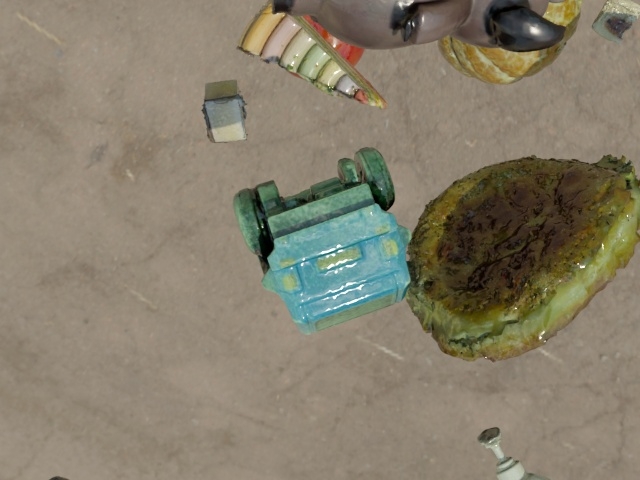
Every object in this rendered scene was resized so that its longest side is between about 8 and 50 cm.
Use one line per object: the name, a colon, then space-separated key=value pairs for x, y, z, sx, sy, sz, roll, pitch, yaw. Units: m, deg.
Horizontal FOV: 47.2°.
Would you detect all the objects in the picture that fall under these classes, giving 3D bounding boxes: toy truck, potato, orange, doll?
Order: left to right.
potato: x=-0.179 y=-0.245 z=1.388 sx=0.086 sy=0.061 sz=0.122 roll=-8 pitch=146 yaw=-3
toy truck: x=0.000 y=0.000 z=0.774 sx=0.155 sy=0.279 sz=0.156 roll=-19 pitch=93 yaw=-4
doll: x=0.087 y=-0.225 z=0.615 sx=0.257 sy=0.182 sz=0.117 roll=-1 pitch=139 yaw=-2
orange: x=0.376 y=-0.487 z=1.509 sx=0.249 sy=0.329 sz=0.329 roll=16 pitch=136 yaw=-35

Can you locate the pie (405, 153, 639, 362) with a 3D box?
pie: x=0.258 y=0.002 z=0.953 sx=0.288 sy=0.354 sz=0.103 roll=12 pitch=147 yaw=51

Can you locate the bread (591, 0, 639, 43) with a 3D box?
bread: x=0.565 y=-0.425 z=1.400 sx=0.070 sy=0.035 sz=0.083 roll=31 pitch=146 yaw=2

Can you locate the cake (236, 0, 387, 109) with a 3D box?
cake: x=0.000 y=-0.269 z=1.063 sx=0.225 sy=0.109 sz=0.090 roll=29 pitch=104 yaw=13

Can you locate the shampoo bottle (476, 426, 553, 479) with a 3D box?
shampoo bottle: x=0.163 y=0.207 z=0.541 sx=0.045 sy=0.077 sz=0.152 roll=-38 pitch=76 yaw=30

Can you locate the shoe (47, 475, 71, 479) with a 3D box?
shoe: x=-0.261 y=0.328 z=0.774 sx=0.099 sy=0.125 sz=0.227 roll=47 pitch=169 yaw=-36

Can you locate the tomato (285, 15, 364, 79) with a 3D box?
tomato: x=-0.007 y=-0.400 z=1.411 sx=0.195 sy=0.136 sz=0.195 roll=1 pitch=101 yaw=7
